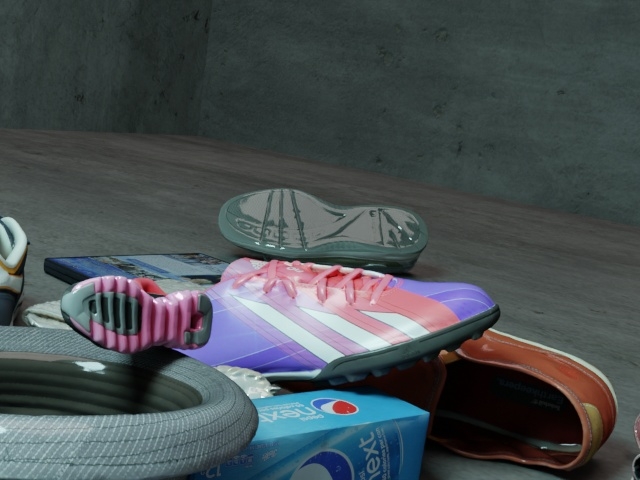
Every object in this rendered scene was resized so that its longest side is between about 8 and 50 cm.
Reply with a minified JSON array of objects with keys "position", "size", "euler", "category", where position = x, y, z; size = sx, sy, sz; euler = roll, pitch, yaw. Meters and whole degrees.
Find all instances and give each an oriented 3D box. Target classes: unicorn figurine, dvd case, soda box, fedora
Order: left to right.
[{"position":[-0.162,0.130,0.582],"size":[0.244,0.124,0.275],"euler":[5,3,-24],"category":"fedora"},{"position":[-0.205,0.047,1.357],"size":[0.253,0.022,0.180],"euler":[-2,13,-43],"category":"dvd case"},{"position":[-0.109,0.125,0.782],"size":[0.162,0.060,0.111],"euler":[11,27,29],"category":"unicorn figurine"},{"position":[-0.023,0.153,0.738],"size":[0.210,0.067,0.071],"euler":[-1,13,-40],"category":"soda box"}]

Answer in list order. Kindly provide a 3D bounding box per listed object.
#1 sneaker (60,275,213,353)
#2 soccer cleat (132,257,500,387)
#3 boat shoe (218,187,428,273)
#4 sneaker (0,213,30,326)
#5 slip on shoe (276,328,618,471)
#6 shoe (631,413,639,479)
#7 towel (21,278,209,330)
[{"position":[-0.124,0.048,0.659],"size":[0.057,0.047,0.119],"euler":[2,-9,36],"category":"sneaker"},{"position":[-0.017,0.061,0.847],"size":[0.318,0.116,0.108],"euler":[-12,-3,19],"category":"soccer cleat"},{"position":[0.001,-0.002,1.605],"size":[0.320,0.103,0.118],"euler":[3,55,-8],"category":"boat shoe"},{"position":[-0.362,0.023,1.069],"size":[0.126,0.127,0.321],"euler":[2,10,-23],"category":"sneaker"},{"position":[0.090,0.119,0.905],"size":[0.331,0.123,0.101],"euler":[15,15,14],"category":"slip on shoe"},{"position":[0.284,0.177,0.848],"size":[0.081,0.063,0.178],"euler":[10,13,-14],"category":"shoe"},{"position":[-0.158,0.085,1.089],"size":[0.187,0.049,0.282],"euler":[12,10,23],"category":"towel"}]
